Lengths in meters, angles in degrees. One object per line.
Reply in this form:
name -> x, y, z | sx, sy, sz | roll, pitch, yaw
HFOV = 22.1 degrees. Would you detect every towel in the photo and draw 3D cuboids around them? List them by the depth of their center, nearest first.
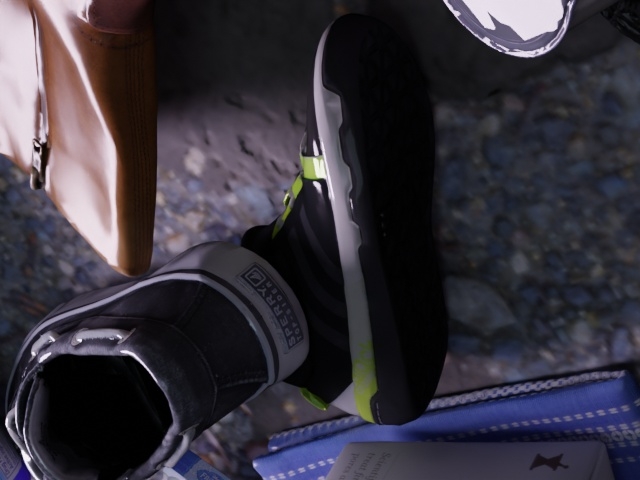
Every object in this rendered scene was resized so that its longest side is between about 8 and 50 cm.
towel -> 0.132, 0.228, 0.927 | 0.243, 0.040, 0.336 | -15, 115, 33

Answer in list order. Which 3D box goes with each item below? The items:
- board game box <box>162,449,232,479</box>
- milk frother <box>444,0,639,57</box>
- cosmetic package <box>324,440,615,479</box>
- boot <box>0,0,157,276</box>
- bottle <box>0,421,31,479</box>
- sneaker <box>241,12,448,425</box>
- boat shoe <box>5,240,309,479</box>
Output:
board game box -> -0.054, 0.175, 0.973 | 0.090, 0.020, 0.090 | 33, 144, 21
milk frother -> 0.107, -0.111, 0.627 | 0.129, 0.135, 0.143 | 19, 135, 56
cosmetic package -> 0.076, 0.217, 0.833 | 0.151, 0.151, 0.183 | -5, 117, 28
boot -> -0.086, -0.090, 0.723 | 0.264, 0.096, 0.280 | 36, 135, 27
bottle -> -0.281, 0.073, 0.973 | 0.118, 0.092, 0.283 | -29, 113, -8
sneaker -> 0.000, 0.000, 0.797 | 0.097, 0.084, 0.234 | 9, 127, 23
boat shoe -> -0.119, 0.090, 0.874 | 0.108, 0.102, 0.301 | 56, 145, -6
